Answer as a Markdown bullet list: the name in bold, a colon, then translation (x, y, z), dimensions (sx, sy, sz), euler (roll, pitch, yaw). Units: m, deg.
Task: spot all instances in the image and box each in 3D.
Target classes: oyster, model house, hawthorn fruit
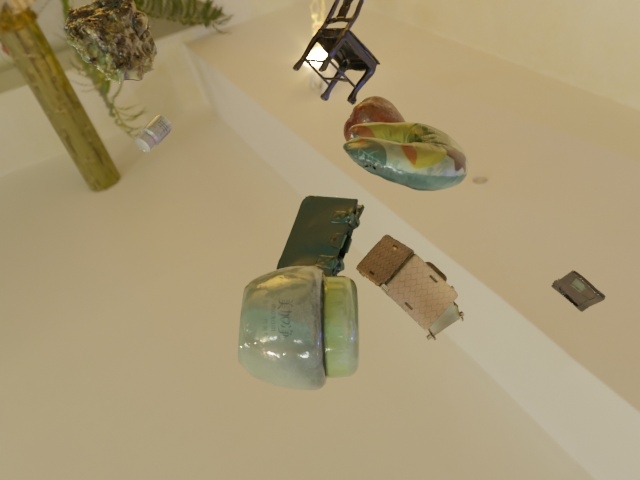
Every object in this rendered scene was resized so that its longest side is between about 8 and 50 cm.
- **oyster**: translation (-0.455, -0.463, 1.303), dimensions (0.214, 0.223, 0.083), euler (-52, -172, -35)
- **model house**: translation (0.233, 0.098, 1.571), dimensions (0.169, 0.244, 0.326), euler (-46, -120, 1)
- **hawthorn fruit**: translation (0.161, -0.262, 1.460), dimensions (0.203, 0.162, 0.162), euler (33, -126, 6)

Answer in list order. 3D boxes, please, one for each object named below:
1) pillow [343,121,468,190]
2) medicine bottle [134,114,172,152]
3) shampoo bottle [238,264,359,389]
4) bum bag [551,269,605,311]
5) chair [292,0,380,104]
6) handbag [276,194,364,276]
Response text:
- **pillow**: translation (0.144, -0.148, 0.994), dimensions (0.214, 0.086, 0.233), euler (12, -154, 4)
- **medicine bottle**: translation (-0.395, -0.252, 1.376), dimensions (0.052, 0.052, 0.089), euler (11, -128, 29)
- **shampoo bottle**: translation (-0.056, 0.225, 1.515), dimensions (0.318, 0.322, 0.322), euler (-2, -139, 6)
- **bum bag**: translation (0.677, 0.131, 1.528), dimensions (0.026, 0.159, 0.109), euler (-43, -104, -12)
- **chair**: translation (0.059, -0.387, 1.101), dimensions (0.106, 0.113, 0.229), euler (26, -97, 51)
- **handbag**: translation (-0.001, 0.000, 1.975), dimensions (0.239, 0.089, 0.326), euler (5, -116, 37)
